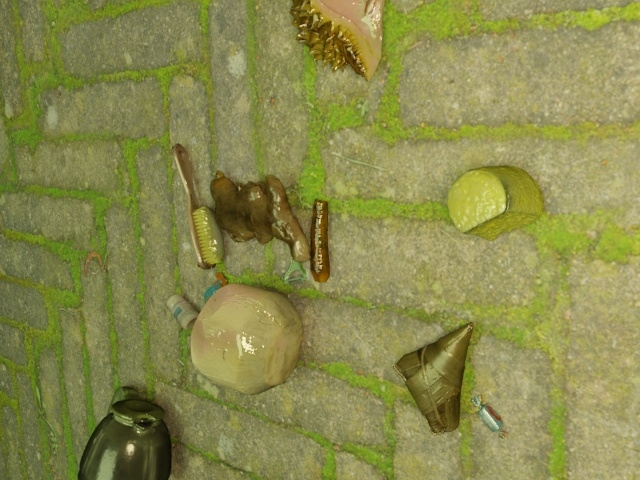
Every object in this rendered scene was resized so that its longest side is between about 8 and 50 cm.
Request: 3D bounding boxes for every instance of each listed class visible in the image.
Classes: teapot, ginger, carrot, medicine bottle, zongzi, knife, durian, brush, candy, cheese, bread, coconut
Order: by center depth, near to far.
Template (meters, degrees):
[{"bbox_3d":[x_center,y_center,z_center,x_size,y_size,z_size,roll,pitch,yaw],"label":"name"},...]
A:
[{"bbox_3d":[0.271,-0.064,1.027,0.129,0.114,0.111,-37,68,36],"label":"bread"},{"bbox_3d":[0.298,0.308,1.138,0.083,0.020,0.030,52,128,19],"label":"candy"},{"bbox_3d":[0.236,0.248,1.150,0.176,0.078,0.160,-34,83,31],"label":"zongzi"},{"bbox_3d":[0.008,-0.440,1.191,0.196,0.186,0.304,21,123,61],"label":"durian"},{"bbox_3d":[0.000,0.000,1.320,0.042,0.042,0.170,10,103,39],"label":"carrot"},{"bbox_3d":[-0.164,0.202,1.385,0.231,0.227,0.226,15,109,27],"label":"coconut"},{"bbox_3d":[-0.065,0.011,1.387,0.078,0.023,0.166,-14,84,42],"label":"knife"},{"bbox_3d":[-0.144,-0.066,1.390,0.333,0.080,0.166,20,117,47],"label":"ginger"},{"bbox_3d":[-0.284,-0.087,1.540,0.067,0.072,0.312,-18,83,19],"label":"brush"},{"bbox_3d":[-0.257,0.124,1.580,0.047,0.017,0.111,46,125,20],"label":"cheese"},{"bbox_3d":[-0.347,0.180,1.644,0.089,0.052,0.052,44,124,26],"label":"medicine bottle"},{"bbox_3d":[-0.512,0.549,1.798,0.240,0.321,0.239,14,93,-3],"label":"teapot"}]
